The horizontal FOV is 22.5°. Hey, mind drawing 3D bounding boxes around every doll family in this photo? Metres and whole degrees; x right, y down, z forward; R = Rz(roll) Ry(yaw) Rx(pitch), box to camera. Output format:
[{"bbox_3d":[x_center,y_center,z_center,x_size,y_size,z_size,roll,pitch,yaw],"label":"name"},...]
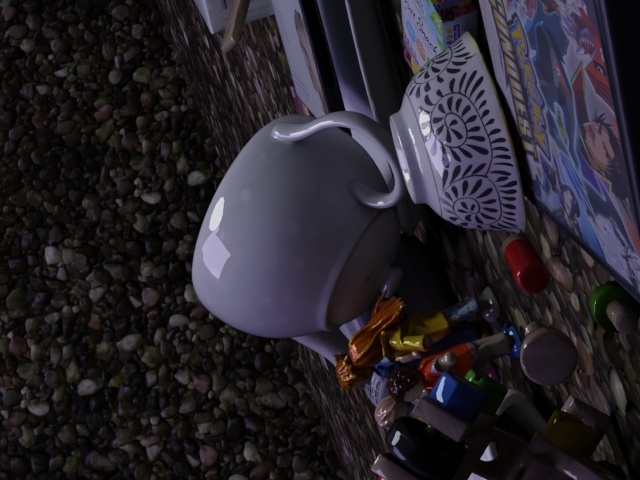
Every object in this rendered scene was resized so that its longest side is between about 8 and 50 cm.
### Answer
[{"bbox_3d":[0.098,0.114,1.649,0.263,0.163,0.118,98,151,-74],"label":"doll family"}]

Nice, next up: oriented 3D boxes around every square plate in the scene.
[{"bbox_3d":[0.026,-0.212,1.774,0.347,0.049,0.344,-129,21,-67],"label":"square plate"}]

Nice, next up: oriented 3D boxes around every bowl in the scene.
[{"bbox_3d":[0.103,-0.075,1.285,0.170,0.080,0.170,164,90,-89],"label":"bowl"}]

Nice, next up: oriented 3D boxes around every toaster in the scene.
[{"bbox_3d":[0.084,0.102,1.854,0.227,0.129,0.146,92,155,-66],"label":"toaster"}]

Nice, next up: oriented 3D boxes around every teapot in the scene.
[{"bbox_3d":[0.000,0.000,1.658,0.187,0.252,0.256,26,179,16],"label":"teapot"}]

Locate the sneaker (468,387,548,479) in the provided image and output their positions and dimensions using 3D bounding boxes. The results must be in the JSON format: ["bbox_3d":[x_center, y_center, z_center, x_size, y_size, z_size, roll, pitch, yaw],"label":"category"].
[{"bbox_3d":[0.204,0.276,1.506,0.305,0.114,0.152,62,154,3],"label":"sneaker"}]

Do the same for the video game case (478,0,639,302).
[{"bbox_3d":[0.169,-0.112,1.091,0.248,0.035,0.275,-126,18,-63],"label":"video game case"}]

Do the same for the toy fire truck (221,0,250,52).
[{"bbox_3d":[-0.114,-0.388,2.022,0.246,0.158,0.217,58,171,2],"label":"toy fire truck"}]

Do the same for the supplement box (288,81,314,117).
[{"bbox_3d":[-0.008,-0.183,2.094,0.083,0.043,0.055,-141,32,-73],"label":"supplement box"}]

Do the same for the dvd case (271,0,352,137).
[{"bbox_3d":[-0.026,-0.249,1.784,0.180,0.022,0.253,-124,17,-63],"label":"dvd case"}]

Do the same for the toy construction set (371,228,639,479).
[{"bbox_3d":[0.158,0.144,1.255,0.237,0.257,0.308,-87,1,-78],"label":"toy construction set"}]

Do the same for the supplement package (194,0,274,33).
[{"bbox_3d":[-0.138,-0.389,2.259,0.179,0.105,0.105,-118,11,-47],"label":"supplement package"}]

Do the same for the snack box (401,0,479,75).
[{"bbox_3d":[0.102,-0.177,1.381,0.141,0.037,0.100,82,165,-53],"label":"snack box"}]
